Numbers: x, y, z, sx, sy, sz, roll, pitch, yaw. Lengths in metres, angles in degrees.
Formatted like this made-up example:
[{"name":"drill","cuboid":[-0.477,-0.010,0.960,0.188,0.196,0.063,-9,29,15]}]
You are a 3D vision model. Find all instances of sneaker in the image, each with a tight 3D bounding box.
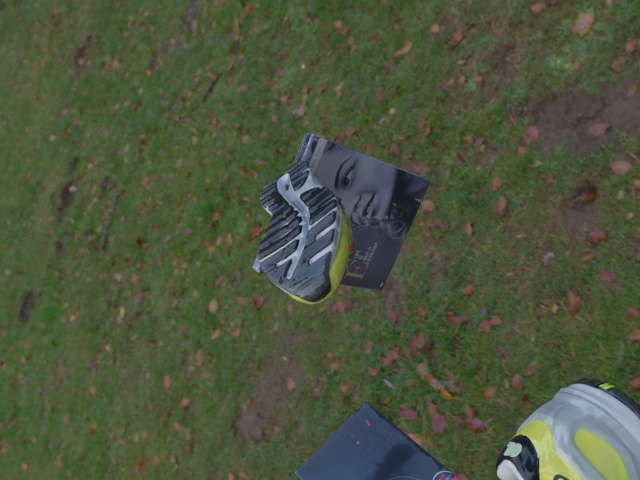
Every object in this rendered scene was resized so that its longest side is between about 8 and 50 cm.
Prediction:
[{"name":"sneaker","cuboid":[0.000,0.000,0.555,0.082,0.094,0.208,-32,26,13]},{"name":"sneaker","cuboid":[0.269,0.336,0.594,0.145,0.147,0.384,-11,97,71]}]

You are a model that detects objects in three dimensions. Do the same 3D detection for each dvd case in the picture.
[{"name":"dvd case","cuboid":[0.035,-0.024,0.731,0.018,0.221,0.164,33,105,44]}]

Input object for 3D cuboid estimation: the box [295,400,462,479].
[{"name":"box","cuboid":[0.117,0.407,0.906,0.165,0.143,0.270,-40,51,-24]}]
